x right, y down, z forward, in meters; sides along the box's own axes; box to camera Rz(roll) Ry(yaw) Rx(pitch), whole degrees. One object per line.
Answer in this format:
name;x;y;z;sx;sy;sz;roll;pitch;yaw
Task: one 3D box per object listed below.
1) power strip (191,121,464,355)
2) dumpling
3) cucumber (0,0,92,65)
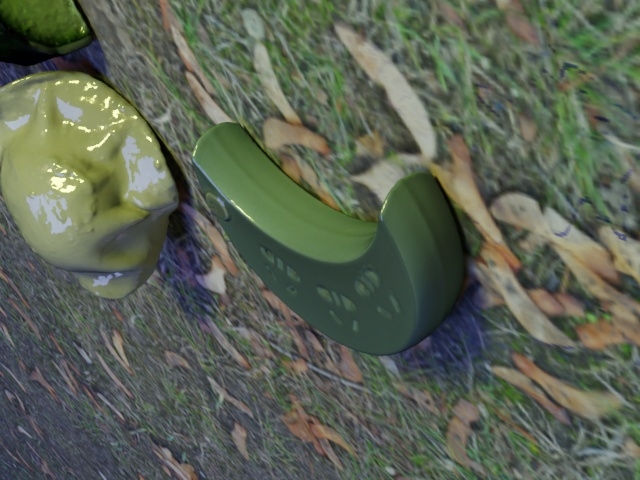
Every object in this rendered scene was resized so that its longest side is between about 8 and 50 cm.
power strip;0.000;0.000;0.701;0.216;0.044;0.137;17;140;49
dumpling;-0.161;-0.042;0.874;0.134;0.100;0.169;-17;89;26
cucumber;-0.219;-0.168;0.817;0.115;0.062;0.116;9;131;60
